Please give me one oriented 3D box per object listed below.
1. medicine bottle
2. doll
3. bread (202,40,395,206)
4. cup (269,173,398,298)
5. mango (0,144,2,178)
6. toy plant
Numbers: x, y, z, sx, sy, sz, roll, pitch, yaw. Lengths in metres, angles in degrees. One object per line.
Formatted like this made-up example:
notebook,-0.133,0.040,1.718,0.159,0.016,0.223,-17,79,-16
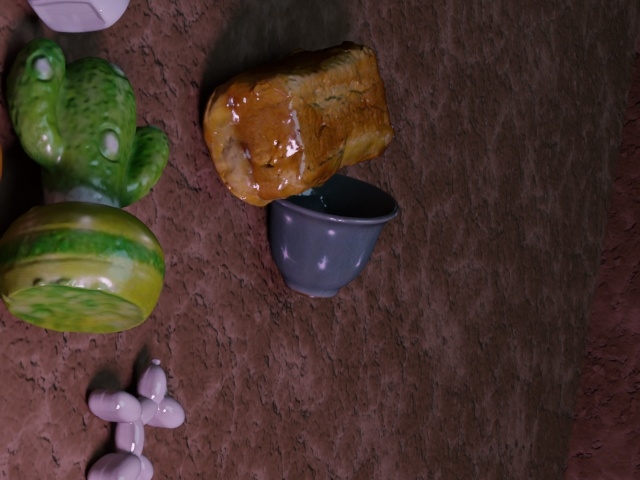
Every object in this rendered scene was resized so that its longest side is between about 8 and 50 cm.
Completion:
medicine bottle,-0.259,-0.327,1.940,0.069,0.119,0.183,56,43,-48
doll,-0.225,0.227,2.096,0.160,0.059,0.161,3,88,-63
bread,-0.030,-0.163,2.364,0.344,0.148,0.195,-27,109,-61
cup,0.000,0.000,2.435,0.199,0.199,0.150,-26,132,-60
mango,-0.386,-0.102,1.739,0.115,0.089,0.165,-47,127,-43
toy plant,-0.259,-0.066,1.913,0.224,0.184,0.316,21,61,-43
